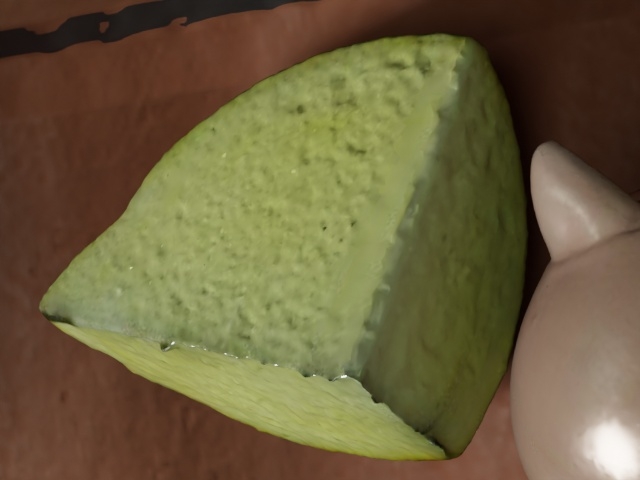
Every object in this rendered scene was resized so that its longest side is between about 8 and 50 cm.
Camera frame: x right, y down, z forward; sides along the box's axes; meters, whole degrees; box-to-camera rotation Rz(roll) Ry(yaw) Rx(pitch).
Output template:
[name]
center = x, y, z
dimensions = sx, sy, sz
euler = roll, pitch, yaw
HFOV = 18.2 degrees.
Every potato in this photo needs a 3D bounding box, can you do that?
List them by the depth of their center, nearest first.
[potato]
center = 0.000, 0.000, 0.667
dimensions = 0.149, 0.081, 0.120
euler = 8, 68, 42

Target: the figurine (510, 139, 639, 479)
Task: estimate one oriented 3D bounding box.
[figurine]
center = 0.114, 0.040, 0.578
dimensions = 0.138, 0.125, 0.125
euler = 34, 109, 33
